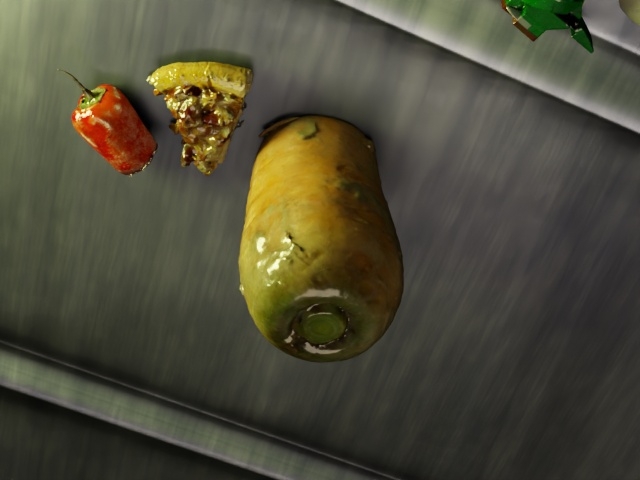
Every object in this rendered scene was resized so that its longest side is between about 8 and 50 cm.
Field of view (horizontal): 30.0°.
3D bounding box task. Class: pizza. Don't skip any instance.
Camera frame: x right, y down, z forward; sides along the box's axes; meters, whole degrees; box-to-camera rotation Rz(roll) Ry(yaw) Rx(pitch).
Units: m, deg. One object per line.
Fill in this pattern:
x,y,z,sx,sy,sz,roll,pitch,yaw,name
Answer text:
-0.170,-0.166,1.711,0.154,0.069,0.194,0,128,4,pizza

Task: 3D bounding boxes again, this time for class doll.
0.307,-0.337,1.504,0.134,0.106,0.186,13,129,-1,doll

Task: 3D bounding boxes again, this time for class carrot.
0.000,0.000,1.665,0.224,0.341,0.224,0,131,0,carrot

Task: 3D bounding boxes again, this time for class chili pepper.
-0.311,-0.178,1.707,0.086,0.084,0.192,-33,126,9,chili pepper

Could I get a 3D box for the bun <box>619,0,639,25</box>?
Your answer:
0.455,-0.345,1.477,0.172,0.120,0.173,23,146,17,bun
